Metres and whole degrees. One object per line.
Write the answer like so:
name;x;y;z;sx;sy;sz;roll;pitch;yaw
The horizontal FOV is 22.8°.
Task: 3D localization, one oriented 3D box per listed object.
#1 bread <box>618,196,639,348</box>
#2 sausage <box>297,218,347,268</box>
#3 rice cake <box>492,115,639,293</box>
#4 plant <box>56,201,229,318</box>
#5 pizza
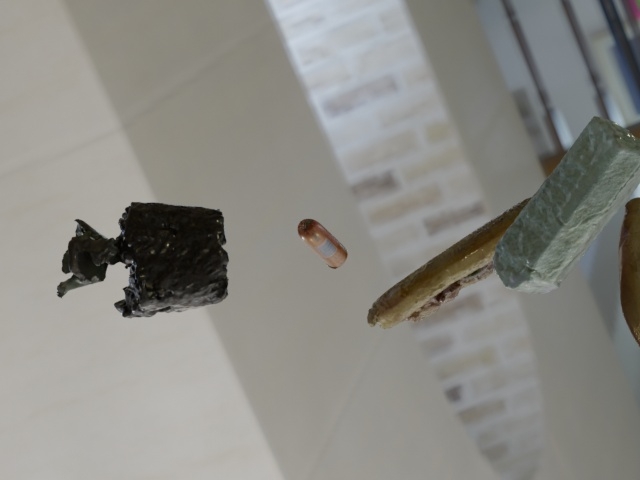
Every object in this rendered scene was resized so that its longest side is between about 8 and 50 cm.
bread;0.270;0.040;1.155;0.086;0.156;0.125;-24;-174;38
sausage;0.000;0.000;1.865;0.031;0.031;0.107;-21;150;14
rice cake;0.243;-0.032;1.531;0.069;0.063;0.206;8;124;-42
plant;-0.210;0.024;1.880;0.203;0.131;0.142;1;169;-5
pizza;0.189;0.036;2.096;0.292;0.058;0.197;-34;173;1
